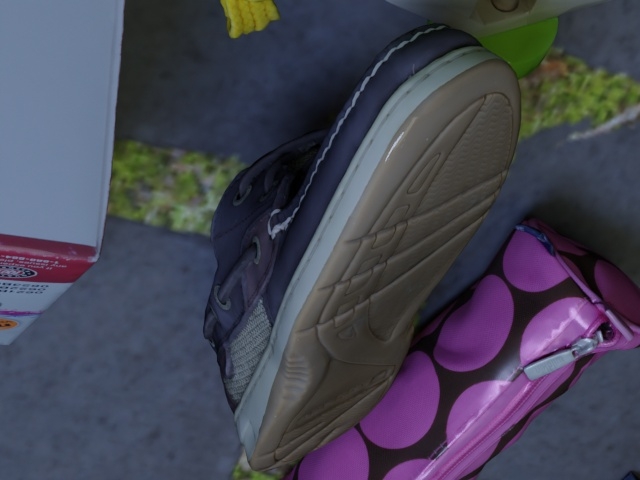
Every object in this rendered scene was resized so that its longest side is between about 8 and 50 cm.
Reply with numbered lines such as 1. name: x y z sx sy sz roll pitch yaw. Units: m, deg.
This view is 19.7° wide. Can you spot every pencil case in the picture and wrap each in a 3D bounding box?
1. pencil case: 0.067 0.086 0.902 0.095 0.098 0.209 32 108 -28

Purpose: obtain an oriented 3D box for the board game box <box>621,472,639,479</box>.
1. board game box: 0.142 0.262 1.057 0.243 0.042 0.165 -44 120 12

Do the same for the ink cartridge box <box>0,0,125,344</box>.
1. ink cartridge box: -0.159 -0.040 0.705 0.128 0.176 0.127 7 75 -18

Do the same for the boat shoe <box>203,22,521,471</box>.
1. boat shoe: 0.000 0.000 0.779 0.103 0.092 0.285 -29 158 -27

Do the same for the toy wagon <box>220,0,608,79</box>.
1. toy wagon: 0.112 -0.159 0.696 0.344 0.068 0.267 -17 158 -19
